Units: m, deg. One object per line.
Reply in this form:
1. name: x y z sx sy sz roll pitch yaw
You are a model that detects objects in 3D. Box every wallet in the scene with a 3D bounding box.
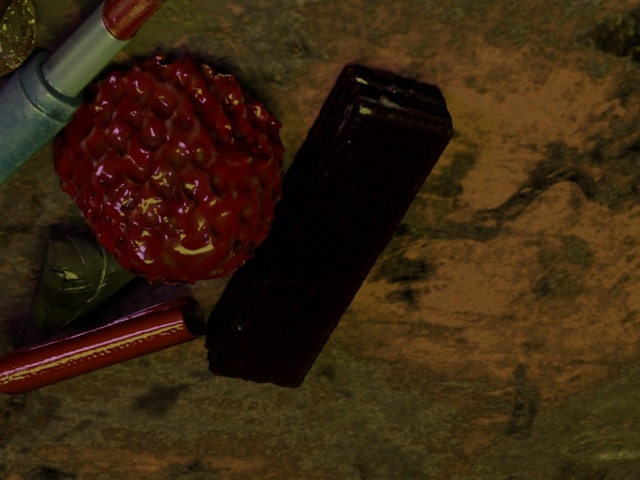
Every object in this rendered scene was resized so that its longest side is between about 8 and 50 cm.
1. wallet: -0.221 0.106 1.570 0.204 0.045 0.142 -17 176 3

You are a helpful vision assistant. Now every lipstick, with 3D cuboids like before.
1. lipstick: -0.228 -0.140 1.357 0.061 0.068 0.274 31 121 -35

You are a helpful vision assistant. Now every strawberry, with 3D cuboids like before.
1. strawberry: -0.136 -0.030 1.417 0.234 0.178 0.234 -2 135 -2

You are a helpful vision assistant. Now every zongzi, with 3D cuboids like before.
1. zongzi: -0.222 0.055 1.562 0.130 0.062 0.154 -5 141 -26

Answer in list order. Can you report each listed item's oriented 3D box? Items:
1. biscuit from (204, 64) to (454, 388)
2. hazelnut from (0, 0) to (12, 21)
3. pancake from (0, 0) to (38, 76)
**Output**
1. biscuit: 0.000 0.000 1.547 0.107 0.073 0.388 13 129 -23
2. hazelnut: -0.338 -0.221 1.188 0.210 0.210 0.186 -29 95 14
3. pancake: -0.310 -0.188 1.322 0.139 0.022 0.139 -4 132 -4
